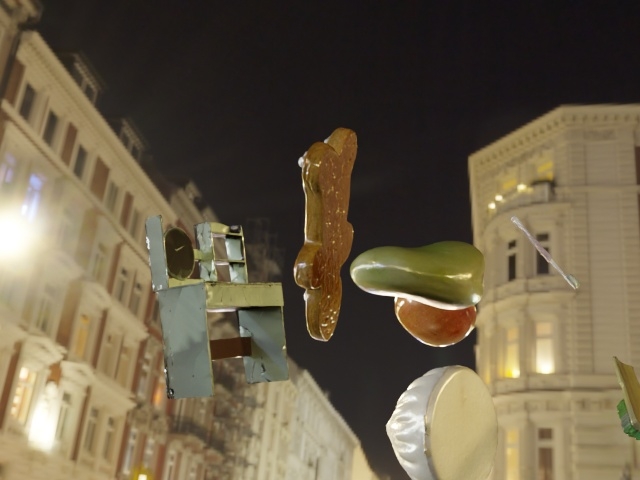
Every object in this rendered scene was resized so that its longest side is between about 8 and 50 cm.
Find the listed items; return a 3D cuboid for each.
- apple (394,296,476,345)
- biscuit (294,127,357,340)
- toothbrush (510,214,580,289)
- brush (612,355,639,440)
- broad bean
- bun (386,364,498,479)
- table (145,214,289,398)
[{"bbox_3d":[0.261,0.152,1.965,0.162,0.201,0.201,-34,-35,9],"label":"apple"},{"bbox_3d":[-0.001,0.000,1.718,0.064,0.432,0.283,9,20,17],"label":"biscuit"},{"bbox_3d":[0.450,0.023,1.706,0.017,0.194,0.014,-39,-20,-5],"label":"toothbrush"},{"bbox_3d":[0.628,0.319,1.726,0.054,0.282,0.048,31,-68,-1],"label":"brush"},{"bbox_3d":[0.175,0.063,1.458,0.263,0.121,0.189,-2,4,-31],"label":"broad bean"},{"bbox_3d":[0.221,0.378,1.698,0.175,0.263,0.263,-7,-26,43],"label":"bun"},{"bbox_3d":[-0.099,0.061,0.846,0.062,0.175,0.146,-10,-7,25],"label":"table"}]
